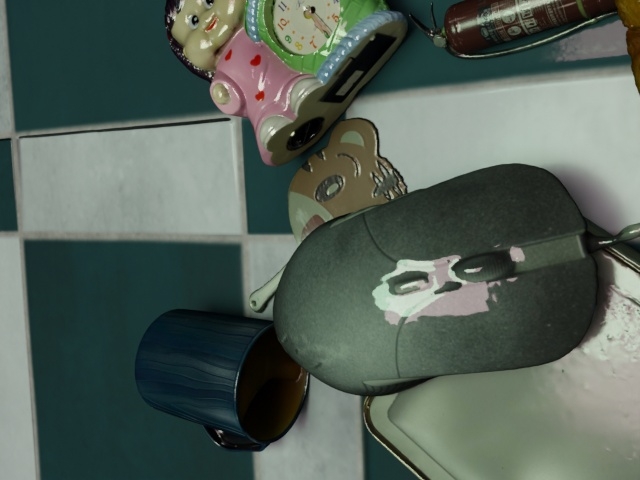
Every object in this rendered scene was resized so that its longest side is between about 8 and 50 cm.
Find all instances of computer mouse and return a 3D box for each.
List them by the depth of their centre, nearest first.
[{"bbox_3d":[0.096,0.028,0.621,0.379,0.090,0.167,-22,79,34],"label":"computer mouse"}]

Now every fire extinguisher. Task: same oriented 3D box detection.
[{"bbox_3d":[0.153,-0.180,0.635,0.158,0.043,0.064,-10,132,34],"label":"fire extinguisher"}]

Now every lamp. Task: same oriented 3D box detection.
[{"bbox_3d":[0.188,0.127,0.641,0.266,0.047,0.269,38,114,24],"label":"lamp"}]

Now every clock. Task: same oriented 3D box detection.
[{"bbox_3d":[-0.041,-0.198,0.730,0.195,0.100,0.194,49,114,16],"label":"clock"}]

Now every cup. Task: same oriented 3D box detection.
[{"bbox_3d":[-0.100,0.145,0.791,0.138,0.113,0.150,6,92,34],"label":"cup"}]

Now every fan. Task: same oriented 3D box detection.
[{"bbox_3d":[0.000,0.000,0.774,0.226,0.008,0.153,-42,73,28],"label":"fan"}]

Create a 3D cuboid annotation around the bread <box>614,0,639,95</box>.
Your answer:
[{"bbox_3d":[0.252,-0.195,0.545,0.124,0.084,0.344,-16,84,4],"label":"bread"}]
